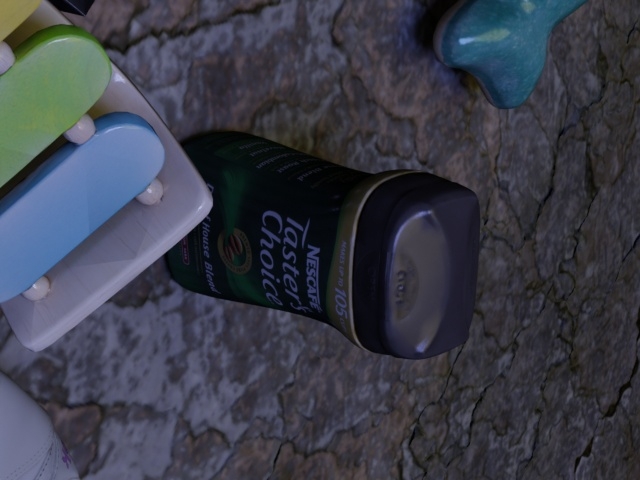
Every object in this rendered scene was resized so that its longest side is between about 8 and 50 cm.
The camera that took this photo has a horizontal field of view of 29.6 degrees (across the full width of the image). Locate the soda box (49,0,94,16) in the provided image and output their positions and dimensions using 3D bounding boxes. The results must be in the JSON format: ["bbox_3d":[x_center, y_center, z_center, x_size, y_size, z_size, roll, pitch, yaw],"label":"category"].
[{"bbox_3d":[-0.159,-0.167,0.519,0.169,0.060,0.053,38,77,-47],"label":"soda box"}]

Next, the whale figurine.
[{"bbox_3d":[0.172,-0.223,0.814,0.216,0.141,0.272,31,79,-49],"label":"whale figurine"}]

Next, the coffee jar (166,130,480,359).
[{"bbox_3d":[0.000,0.000,0.654,0.079,0.184,0.096,-15,112,-45],"label":"coffee jar"}]

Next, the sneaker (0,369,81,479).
[{"bbox_3d":[-0.212,0.188,0.526,0.305,0.114,0.152,-56,135,-21],"label":"sneaker"}]

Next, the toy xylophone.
[{"bbox_3d":[-0.159,-0.096,0.466,0.236,0.081,0.323,-45,136,13],"label":"toy xylophone"}]
